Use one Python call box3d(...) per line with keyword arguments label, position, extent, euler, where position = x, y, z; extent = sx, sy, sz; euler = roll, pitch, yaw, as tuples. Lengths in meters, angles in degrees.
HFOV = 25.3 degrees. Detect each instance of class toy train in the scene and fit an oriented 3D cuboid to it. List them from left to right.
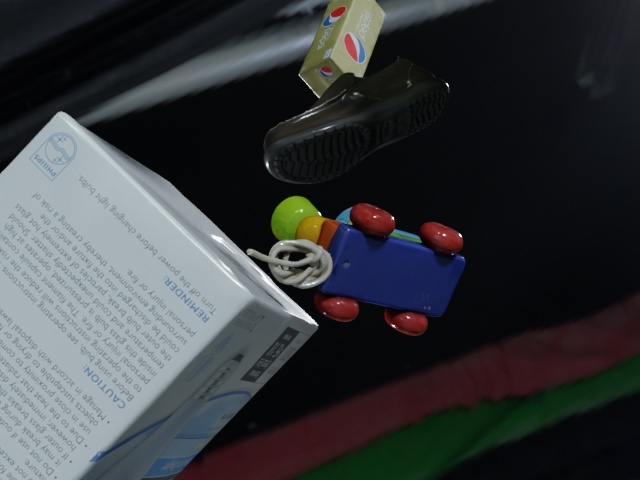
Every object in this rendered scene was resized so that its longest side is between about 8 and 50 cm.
box3d(label="toy train", position=(0.000, 0.000, 1.297), extent=(0.248, 0.143, 0.105), euler=(14, -76, -39))

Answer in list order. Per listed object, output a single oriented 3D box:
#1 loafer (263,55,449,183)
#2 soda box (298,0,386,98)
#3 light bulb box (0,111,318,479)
box3d(label="loafer", position=(0.027, -0.128, 1.481), extent=(0.220, 0.078, 0.080), euler=(-23, -34, -25))
box3d(label="soda box", position=(0.031, -0.265, 1.911), extent=(0.058, 0.181, 0.061), euler=(-24, -59, 35))
box3d(label="light bulb box", position=(-0.225, 0.119, 1.259), extent=(0.361, 0.225, 0.358), euler=(-47, -11, 1))
